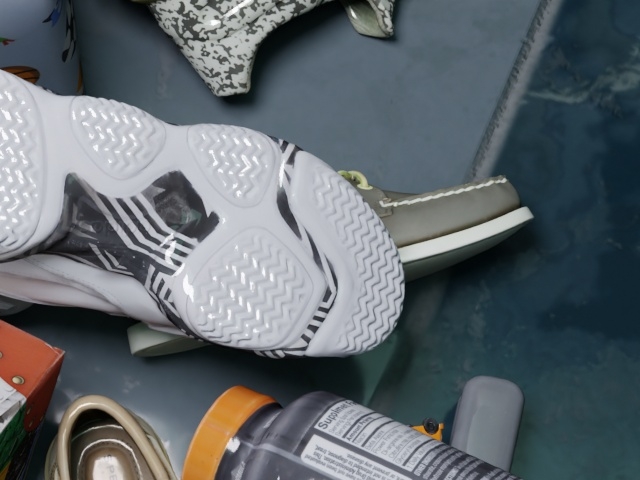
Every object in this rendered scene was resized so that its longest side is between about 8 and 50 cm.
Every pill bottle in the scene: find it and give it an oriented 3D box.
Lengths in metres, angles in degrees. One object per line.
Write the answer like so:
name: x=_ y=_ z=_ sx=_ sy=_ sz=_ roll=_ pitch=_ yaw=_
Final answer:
pill bottle: x=0.033 y=0.180 z=1.161 sx=0.246 sy=0.130 sz=0.130 roll=23 pitch=72 yaw=20

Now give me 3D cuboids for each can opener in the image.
can opener: x=0.077 y=0.226 z=1.239 sx=0.093 sy=0.074 sz=0.280 roll=18 pitch=73 yaw=2

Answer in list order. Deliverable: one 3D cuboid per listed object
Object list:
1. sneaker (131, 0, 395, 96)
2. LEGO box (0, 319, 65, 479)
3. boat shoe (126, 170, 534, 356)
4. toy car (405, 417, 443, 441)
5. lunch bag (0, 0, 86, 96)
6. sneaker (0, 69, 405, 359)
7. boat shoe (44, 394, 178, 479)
sneaker: x=0.026 y=-0.250 z=1.376 sx=0.410 sy=0.158 sz=0.182 roll=-33 pitch=109 yaw=-14
LEGO box: x=-0.470 y=0.121 z=1.082 sx=0.500 sy=0.193 sz=0.372 roll=26 pitch=35 yaw=4
boat shoe: x=0.000 y=-0.001 z=1.286 sx=0.305 sy=0.109 sz=0.091 roll=-17 pitch=80 yaw=-5
toy car: x=0.030 y=0.155 z=1.265 sx=0.060 sy=0.122 sz=0.040 roll=3 pitch=73 yaw=-47
lunch bag: x=-0.316 y=-0.263 z=1.234 sx=0.239 sy=0.328 sz=0.385 roll=-14 pitch=76 yaw=-9
sneaker: x=-0.135 y=-0.008 z=1.188 sx=0.366 sy=0.210 sz=0.137 roll=18 pitch=77 yaw=-19
boat shoe: x=-0.112 y=0.269 z=1.194 sx=0.121 sy=0.110 sz=0.341 roll=-20 pitch=75 yaw=-10
